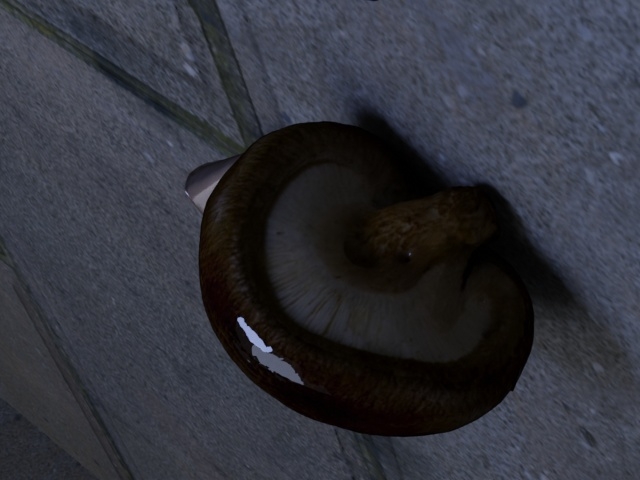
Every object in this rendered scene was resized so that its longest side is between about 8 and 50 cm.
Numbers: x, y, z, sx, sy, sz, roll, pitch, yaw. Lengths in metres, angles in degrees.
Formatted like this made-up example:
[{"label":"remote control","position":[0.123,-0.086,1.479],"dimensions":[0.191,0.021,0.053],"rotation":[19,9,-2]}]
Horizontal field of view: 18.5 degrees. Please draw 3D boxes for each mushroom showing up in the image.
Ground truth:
[{"label":"mushroom","position":[0.021,0.035,1.268],"dimensions":[0.231,0.194,0.138],"rotation":[52,163,17]}]

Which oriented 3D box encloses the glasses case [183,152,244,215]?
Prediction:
[{"label":"glasses case","position":[0.000,0.000,1.459],"dimensions":[0.102,0.070,0.193],"rotation":[-27,105,42]}]
